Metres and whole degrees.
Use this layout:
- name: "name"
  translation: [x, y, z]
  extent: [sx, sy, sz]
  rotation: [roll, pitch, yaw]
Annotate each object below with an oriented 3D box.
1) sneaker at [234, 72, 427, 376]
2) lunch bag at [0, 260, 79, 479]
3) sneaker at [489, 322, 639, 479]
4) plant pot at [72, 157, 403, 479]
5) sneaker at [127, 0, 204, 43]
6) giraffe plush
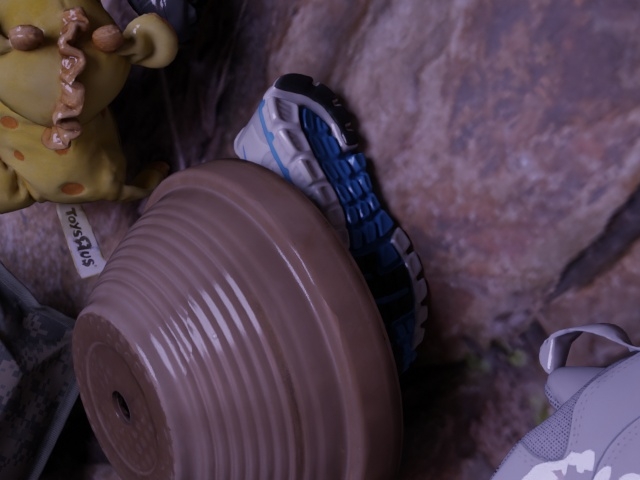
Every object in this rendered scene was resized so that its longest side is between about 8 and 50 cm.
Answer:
- name: "sneaker"
  translation: [0.000, 0.000, 0.610]
  extent: [0.083, 0.071, 0.190]
  rotation: [-33, 73, 47]
- name: "lunch bag"
  translation: [-0.332, 0.153, 0.727]
  extent: [0.235, 0.169, 0.287]
  rotation: [2, 60, 35]
- name: "sneaker"
  translation: [0.173, 0.207, 0.439]
  extent: [0.210, 0.137, 0.365]
  rotation: [2, 80, 38]
- name: "plant pot"
  translation: [-0.070, 0.078, 0.586]
  extent: [0.237, 0.110, 0.237]
  rotation: [31, 130, 44]
- name: "sneaker"
  translation: [-0.157, -0.215, 0.660]
  extent: [0.106, 0.078, 0.234]
  rotation: [-25, 74, -3]
- name: "giraffe plush"
  translation: [-0.180, -0.101, 0.621]
  extent: [0.210, 0.181, 0.170]
  rotation: [48, 147, 13]
